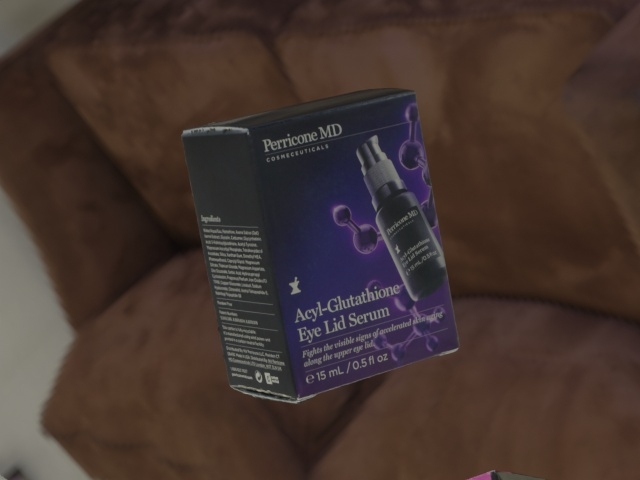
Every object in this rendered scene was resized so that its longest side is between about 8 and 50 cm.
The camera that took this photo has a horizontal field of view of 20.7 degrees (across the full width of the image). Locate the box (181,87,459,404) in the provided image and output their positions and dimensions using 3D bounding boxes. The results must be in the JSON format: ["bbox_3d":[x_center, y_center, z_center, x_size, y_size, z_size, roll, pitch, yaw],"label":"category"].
[{"bbox_3d":[0.000,0.000,1.315,0.108,0.153,0.207,4,108,59],"label":"box"}]

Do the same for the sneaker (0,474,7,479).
[{"bbox_3d":[-0.210,0.238,0.697,0.127,0.182,0.315,37,132,30],"label":"sneaker"}]

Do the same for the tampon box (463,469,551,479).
[{"bbox_3d":[0.079,0.184,0.875,0.161,0.120,0.101,23,-131,-59],"label":"tampon box"}]
